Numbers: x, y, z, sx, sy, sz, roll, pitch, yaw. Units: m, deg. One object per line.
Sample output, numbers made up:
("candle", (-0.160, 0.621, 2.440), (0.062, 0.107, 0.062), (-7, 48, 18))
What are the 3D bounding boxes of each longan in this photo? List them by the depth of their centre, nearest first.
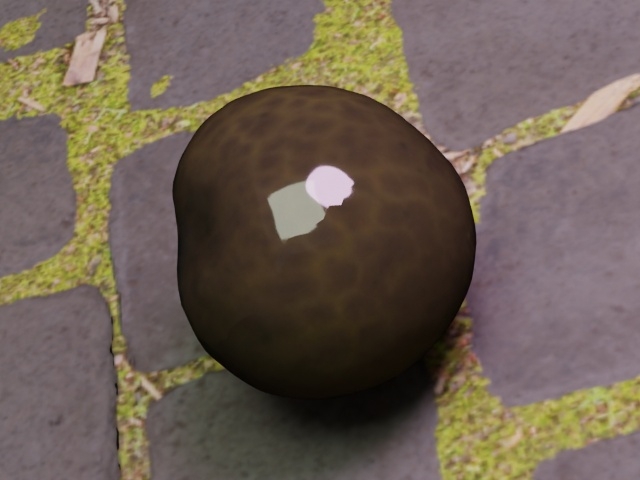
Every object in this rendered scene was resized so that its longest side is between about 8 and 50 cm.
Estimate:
("longan", (0.000, 0.000, 1.080), (0.198, 0.198, 0.212), (-28, 55, 0))
